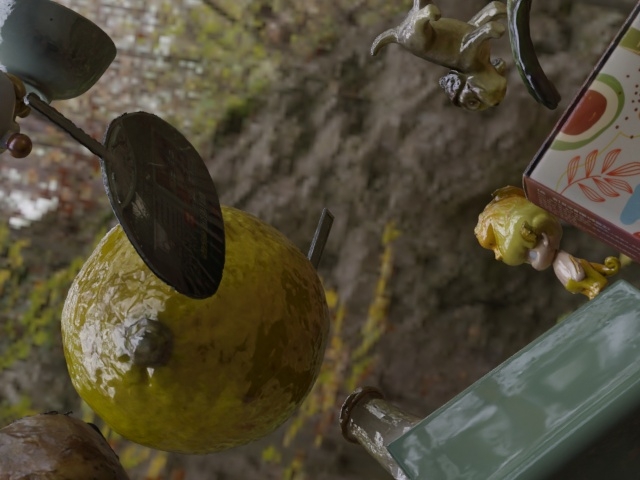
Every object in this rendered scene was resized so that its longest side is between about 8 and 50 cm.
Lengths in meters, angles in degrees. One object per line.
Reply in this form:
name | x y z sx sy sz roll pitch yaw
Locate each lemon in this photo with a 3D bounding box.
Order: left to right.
lemon | -0.167 0.114 1.868 0.387 0.350 0.350 -12 -69 -71

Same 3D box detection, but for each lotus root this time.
lotus root | -0.343 0.375 1.868 0.192 0.272 0.272 -150 65 -62

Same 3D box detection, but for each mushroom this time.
mushroom | 0.117 0.267 1.859 0.108 0.247 0.096 36 -98 -31

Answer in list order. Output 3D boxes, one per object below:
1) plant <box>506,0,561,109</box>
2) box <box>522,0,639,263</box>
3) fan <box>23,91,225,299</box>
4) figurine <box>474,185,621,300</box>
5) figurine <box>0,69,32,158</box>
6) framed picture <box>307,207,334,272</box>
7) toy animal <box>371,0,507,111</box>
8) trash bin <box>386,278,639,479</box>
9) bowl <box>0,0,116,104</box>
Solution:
plant | 0.253 -0.323 1.333 0.333 0.251 0.180 -47 -2 3
box | 0.537 -0.120 2.003 0.344 0.385 0.122 -55 -20 -9
fan | -0.185 -0.078 1.528 0.294 0.012 0.223 55 -153 -18
figurine | 0.369 0.009 2.365 0.131 0.246 0.156 -49 -13 -12
figurine | -0.543 -0.144 2.115 0.274 0.194 0.133 -48 -29 -4
framed picture | 0.000 0.000 2.095 0.066 0.006 0.089 48 -120 -74
toy animal | 0.219 -0.304 2.271 0.168 0.233 0.121 -48 25 33
trash bin | 0.277 0.221 1.602 0.158 0.343 0.223 55 175 -24
bowl | -0.542 -0.343 2.692 0.289 0.289 0.146 60 -133 -69
